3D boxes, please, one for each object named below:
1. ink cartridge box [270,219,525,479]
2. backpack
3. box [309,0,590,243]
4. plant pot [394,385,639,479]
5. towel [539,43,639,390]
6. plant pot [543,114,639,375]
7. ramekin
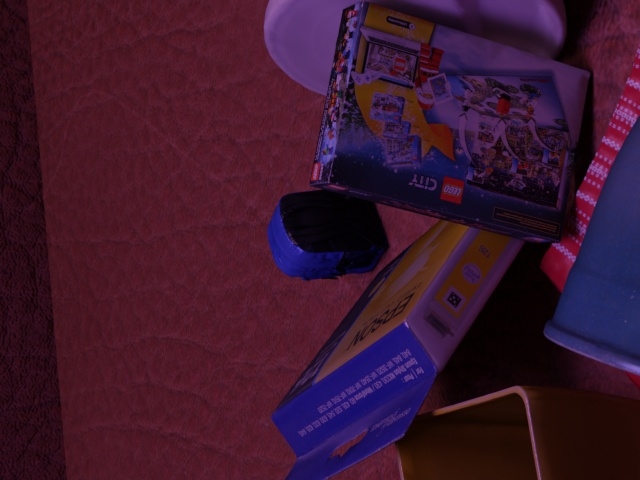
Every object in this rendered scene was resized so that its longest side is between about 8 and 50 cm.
[{"bbox_3d":[0.064,0.096,1.397,0.072,0.307,0.303,43,146,-4],"label":"ink cartridge box"},{"bbox_3d":[0.000,0.000,1.662,0.101,0.120,0.098,-61,41,45],"label":"backpack"},{"bbox_3d":[0.116,-0.099,1.269,0.044,0.233,0.159,-2,75,67],"label":"box"},{"bbox_3d":[0.206,0.232,1.213,0.212,0.187,0.212,-30,67,60],"label":"plant pot"},{"bbox_3d":[0.283,-0.025,1.212,0.199,0.031,0.274,58,141,42],"label":"towel"},{"bbox_3d":[0.309,-0.024,0.933,0.272,0.272,0.255,22,98,61],"label":"plant pot"},{"bbox_3d":[0.087,-0.234,1.333,0.273,0.273,0.127,142,135,-58],"label":"ramekin"}]
